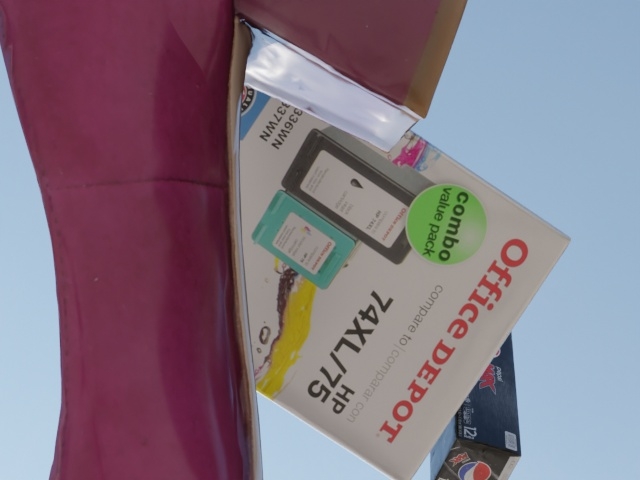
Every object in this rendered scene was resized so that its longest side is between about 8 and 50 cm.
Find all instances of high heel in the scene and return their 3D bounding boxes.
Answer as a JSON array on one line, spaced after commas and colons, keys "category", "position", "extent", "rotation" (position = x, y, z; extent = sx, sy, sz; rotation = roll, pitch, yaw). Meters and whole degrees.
[{"category": "high heel", "position": [-0.092, 0.027, 0.423], "extent": [0.181, 0.127, 0.377], "rotation": [23, -111, -5]}]

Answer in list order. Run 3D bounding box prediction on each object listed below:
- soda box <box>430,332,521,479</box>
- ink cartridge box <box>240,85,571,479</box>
[{"category": "soda box", "position": [0.119, 0.123, 1.122], "extent": [0.053, 0.169, 0.060], "rotation": [16, -54, -7]}, {"category": "ink cartridge box", "position": [0.000, 0.000, 0.990], "extent": [0.270, 0.197, 0.198], "rotation": [33, -86, 0]}]
